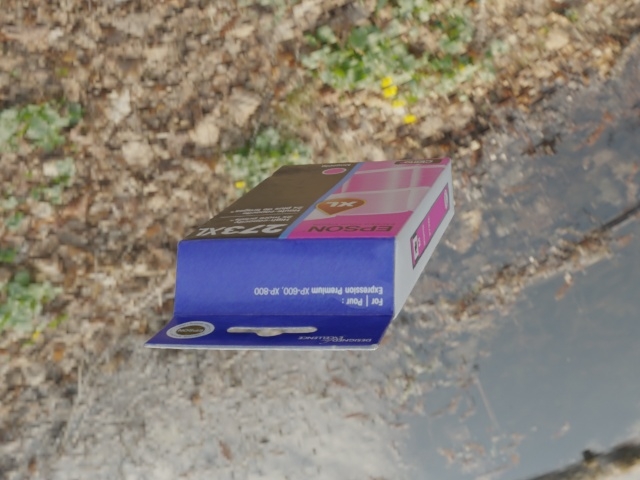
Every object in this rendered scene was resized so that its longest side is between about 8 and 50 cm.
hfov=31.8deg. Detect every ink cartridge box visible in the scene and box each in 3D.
[{"bbox_3d":[0.000,0.000,0.942,0.176,0.371,0.069,-1,108,15],"label":"ink cartridge box"}]
